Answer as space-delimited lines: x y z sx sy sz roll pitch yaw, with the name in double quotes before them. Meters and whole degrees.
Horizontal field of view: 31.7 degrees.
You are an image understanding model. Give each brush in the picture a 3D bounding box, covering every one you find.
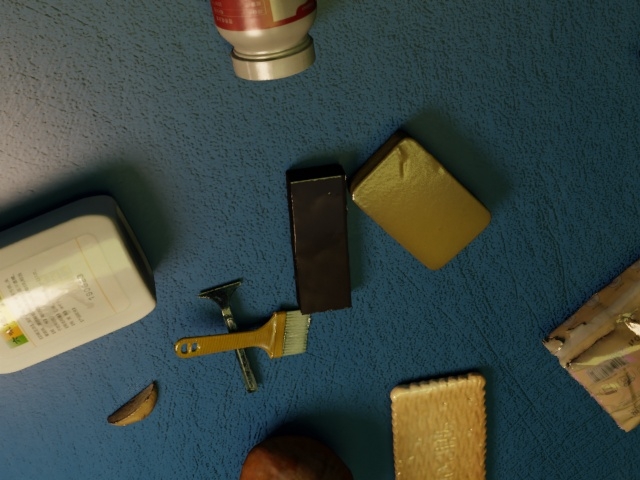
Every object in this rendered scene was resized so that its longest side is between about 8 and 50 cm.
"brush" 0.139 -0.057 1.605 0.123 0.059 0.197 -45 118 9
"brush" -0.113 0.146 1.651 0.218 0.010 0.082 -6 119 -28

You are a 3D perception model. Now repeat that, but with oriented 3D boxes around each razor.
"razor" -0.125 0.152 1.672 0.066 0.033 0.190 -16 120 -3

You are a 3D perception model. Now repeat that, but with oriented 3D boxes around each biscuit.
"biscuit" 0.193 0.327 1.833 0.160 0.030 0.249 -10 119 -8

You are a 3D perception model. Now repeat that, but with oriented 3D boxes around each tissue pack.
"tissue pack" 0.512 0.153 1.760 0.257 0.123 0.215 -40 120 11

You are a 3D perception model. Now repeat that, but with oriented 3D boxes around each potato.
"potato" -0.274 0.258 1.693 0.093 0.037 0.036 -38 123 8

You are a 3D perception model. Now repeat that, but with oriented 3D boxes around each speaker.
"speaker" 0.000 0.000 1.613 0.082 0.044 0.218 -9 119 -8

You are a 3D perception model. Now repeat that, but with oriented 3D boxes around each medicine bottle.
"medicine bottle" -0.398 0.074 1.522 0.324 0.124 0.179 -24 119 -1
"medicine bottle" -0.076 -0.331 1.373 0.131 0.131 0.250 -13 119 -5

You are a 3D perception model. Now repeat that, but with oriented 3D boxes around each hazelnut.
"hazelnut" -0.026 0.395 1.729 0.186 0.210 0.210 -15 129 -51
